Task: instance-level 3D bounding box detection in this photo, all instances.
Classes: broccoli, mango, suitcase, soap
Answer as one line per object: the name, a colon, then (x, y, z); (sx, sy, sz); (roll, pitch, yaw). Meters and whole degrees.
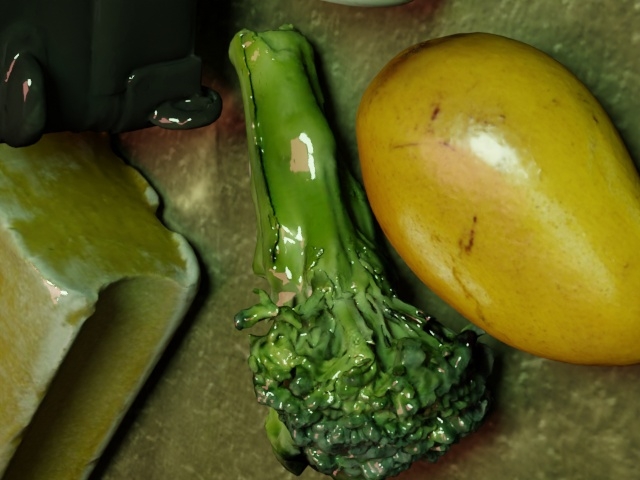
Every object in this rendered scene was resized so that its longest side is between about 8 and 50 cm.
broccoli: (0.006, 0.000, 0.923); (0.165, 0.146, 0.304); (88, 164, -73)
mango: (0.110, -0.017, 0.810); (0.219, 0.112, 0.145); (51, 129, 16)
suitcase: (-0.197, -0.263, 0.961); (0.339, 0.188, 0.345); (47, 141, 47)
soap: (-0.267, 0.041, 1.178); (0.293, 0.156, 0.335); (56, 132, 24)

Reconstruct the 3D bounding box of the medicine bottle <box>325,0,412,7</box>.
medicine bottle: (0.035, -0.274, 0.797); (0.133, 0.133, 0.274); (38, 125, 31)
